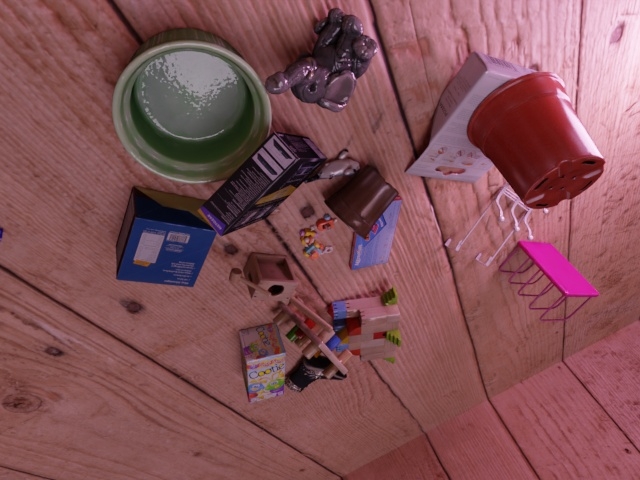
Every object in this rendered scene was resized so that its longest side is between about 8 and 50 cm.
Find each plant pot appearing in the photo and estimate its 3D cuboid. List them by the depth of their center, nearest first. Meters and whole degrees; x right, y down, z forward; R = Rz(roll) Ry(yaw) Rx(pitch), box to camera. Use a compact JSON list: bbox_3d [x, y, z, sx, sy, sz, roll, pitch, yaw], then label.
[{"bbox_3d":[0.569,-0.243,1.150,0.273,0.264,0.272,-12,148,-7],"label":"plant pot"},{"bbox_3d":[0.126,-0.117,1.269,0.165,0.167,0.167,-47,133,10],"label":"plant pot"}]

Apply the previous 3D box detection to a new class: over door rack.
[{"bbox_3d":[0.660,-0.037,1.621,0.240,0.108,0.324,22,119,-37],"label":"over door rack"}]

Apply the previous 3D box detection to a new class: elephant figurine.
[{"bbox_3d":[-0.003,-0.360,0.957,0.186,0.169,0.239,39,88,-28],"label":"elephant figurine"}]

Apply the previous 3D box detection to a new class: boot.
[{"bbox_3d":[-0.022,0.583,1.895,0.237,0.085,0.178,27,118,-33],"label":"boot"}]

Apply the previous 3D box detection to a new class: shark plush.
[{"bbox_3d":[0.036,-0.184,1.237,0.161,0.073,0.067,-31,167,-3],"label":"shark plush"}]

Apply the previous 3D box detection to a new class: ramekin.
[{"bbox_3d":[-0.264,-0.283,0.922,0.304,0.148,0.303,-10,134,-10],"label":"ramekin"}]

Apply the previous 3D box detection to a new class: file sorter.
[{"bbox_3d":[0.912,0.168,1.798,0.202,0.290,0.182,5,131,-28],"label":"file sorter"}]

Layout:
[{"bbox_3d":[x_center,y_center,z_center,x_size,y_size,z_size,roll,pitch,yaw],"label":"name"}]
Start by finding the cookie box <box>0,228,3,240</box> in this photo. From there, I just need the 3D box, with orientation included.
[{"bbox_3d":[-0.812,0.010,1.030,0.092,0.040,0.107,21,118,-38],"label":"cookie box"}]

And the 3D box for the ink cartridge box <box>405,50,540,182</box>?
[{"bbox_3d":[0.457,-0.335,1.295,0.309,0.091,0.385,2,146,-27],"label":"ink cartridge box"}]

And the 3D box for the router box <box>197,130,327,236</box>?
[{"bbox_3d":[-0.121,-0.139,1.047,0.243,0.309,0.081,-42,90,15],"label":"router box"}]

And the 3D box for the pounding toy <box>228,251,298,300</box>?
[{"bbox_3d":[-0.184,0.129,1.329,0.206,0.181,0.094,7,127,-30],"label":"pounding toy"}]

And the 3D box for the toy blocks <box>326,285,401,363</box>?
[{"bbox_3d":[0.163,0.354,1.727,0.261,0.190,0.381,-7,133,-3],"label":"toy blocks"}]

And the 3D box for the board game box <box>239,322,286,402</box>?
[{"bbox_3d":[-0.217,0.459,1.646,0.142,0.144,0.275,-9,133,-17],"label":"board game box"}]

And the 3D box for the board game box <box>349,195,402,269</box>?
[{"bbox_3d":[0.179,-0.020,1.470,0.145,0.027,0.281,-11,134,-18],"label":"board game box"}]

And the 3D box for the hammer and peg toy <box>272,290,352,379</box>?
[{"bbox_3d":[-0.044,0.317,1.512,0.127,0.266,0.361,-43,138,-10],"label":"hammer and peg toy"}]

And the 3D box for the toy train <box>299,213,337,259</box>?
[{"bbox_3d":[0.000,0.000,1.392,0.125,0.046,0.166,-14,134,-12],"label":"toy train"}]

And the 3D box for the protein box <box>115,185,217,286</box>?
[{"bbox_3d":[-0.402,-0.003,1.138,0.200,0.135,0.201,10,125,-32],"label":"protein box"}]
